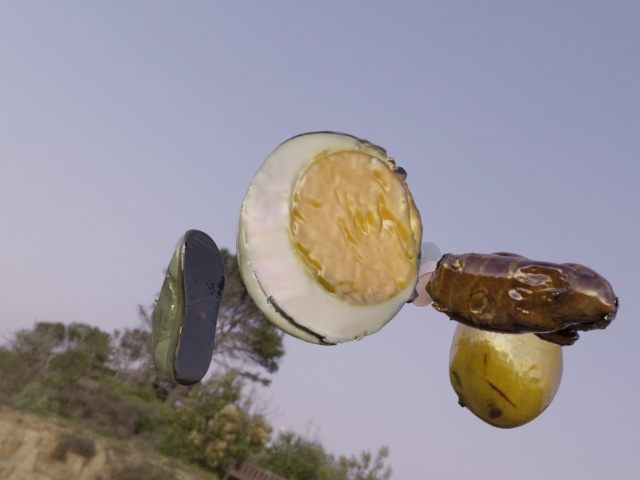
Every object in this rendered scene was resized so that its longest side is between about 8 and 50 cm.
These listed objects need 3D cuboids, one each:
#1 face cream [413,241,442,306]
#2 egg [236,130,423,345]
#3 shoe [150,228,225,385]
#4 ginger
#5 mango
[{"bbox_3d":[0.205,0.060,1.301,0.057,0.084,0.198,33,17,-1],"label":"face cream"},{"bbox_3d":[-0.004,0.000,0.915,0.264,0.287,0.174,10,-12,-23],"label":"egg"},{"bbox_3d":[-0.247,0.116,1.194,0.098,0.275,0.103,-1,-15,37],"label":"shoe"},{"bbox_3d":[0.178,0.051,0.564,0.162,0.074,0.103,8,5,44],"label":"ginger"},{"bbox_3d":[0.509,0.272,1.773,0.301,0.445,0.220,23,-11,4],"label":"mango"}]
